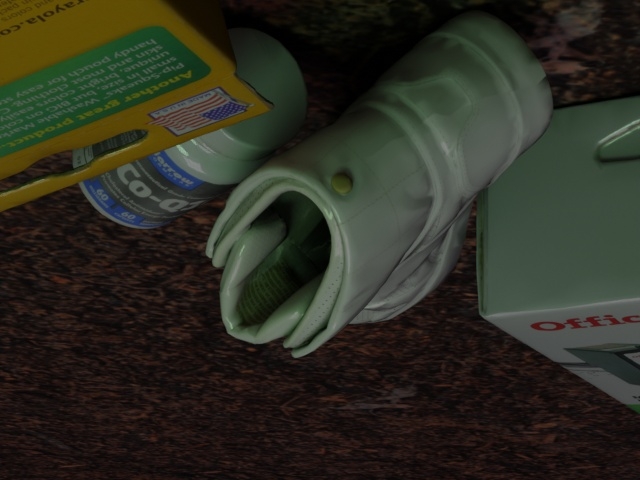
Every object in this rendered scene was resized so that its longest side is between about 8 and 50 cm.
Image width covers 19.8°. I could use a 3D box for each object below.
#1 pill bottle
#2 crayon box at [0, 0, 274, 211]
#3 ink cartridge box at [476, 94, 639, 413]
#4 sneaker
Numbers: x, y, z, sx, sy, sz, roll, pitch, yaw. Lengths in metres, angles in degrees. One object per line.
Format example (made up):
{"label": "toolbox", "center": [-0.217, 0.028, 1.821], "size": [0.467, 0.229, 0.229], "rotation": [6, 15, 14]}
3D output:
{"label": "pill bottle", "center": [-0.069, -0.059, 0.964], "size": [0.078, 0.078, 0.137], "rotation": [12, 159, -29]}
{"label": "crayon box", "center": [-0.170, -0.100, 0.737], "size": [0.203, 0.083, 0.323], "rotation": [-20, 161, 12]}
{"label": "ink cartridge box", "center": [0.243, 0.017, 1.095], "size": [0.211, 0.122, 0.289], "rotation": [-9, 159, 29]}
{"label": "sneaker", "center": [0.000, 0.000, 0.974], "size": [0.169, 0.108, 0.292], "rotation": [-37, 169, -25]}
